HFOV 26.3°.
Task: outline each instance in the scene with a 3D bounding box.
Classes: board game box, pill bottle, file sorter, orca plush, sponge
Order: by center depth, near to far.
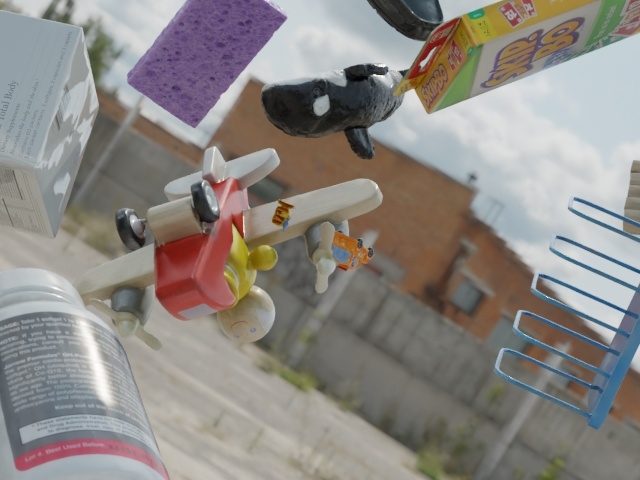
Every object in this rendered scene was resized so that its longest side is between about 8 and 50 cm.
[{"bbox_3d":[0.187,-0.173,1.106,0.039,0.259,0.124,65,-20,13],"label":"board game box"},{"bbox_3d":[-0.242,0.164,1.206,0.176,0.176,0.318,35,16,-37],"label":"pill bottle"},{"bbox_3d":[0.236,0.057,1.215,0.104,0.170,0.118,25,12,7],"label":"file sorter"},{"bbox_3d":[0.030,-0.138,1.586,0.151,0.102,0.287,-14,1,18],"label":"orca plush"},{"bbox_3d":[-0.152,-0.259,1.830,0.117,0.210,0.031,33,22,-23],"label":"sponge"}]

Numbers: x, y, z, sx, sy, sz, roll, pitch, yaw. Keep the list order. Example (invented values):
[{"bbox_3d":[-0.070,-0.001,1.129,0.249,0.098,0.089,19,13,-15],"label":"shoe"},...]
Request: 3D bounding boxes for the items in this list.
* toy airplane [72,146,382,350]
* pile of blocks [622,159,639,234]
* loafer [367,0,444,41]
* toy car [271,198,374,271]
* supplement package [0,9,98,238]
[{"bbox_3d":[-0.145,0.018,2.029,0.386,0.384,0.272,-3,-67,56],"label":"toy airplane"},{"bbox_3d":[0.530,-0.037,1.626,0.149,0.362,0.113,-101,179,-45],"label":"pile of blocks"},{"bbox_3d":[0.073,-0.310,1.453,0.076,0.078,0.223,-5,60,-40],"label":"loafer"},{"bbox_3d":[0.000,0.000,1.592,0.122,0.040,0.060,25,-8,14],"label":"toy car"},{"bbox_3d":[-0.431,-0.154,1.664,0.262,0.199,0.198,12,-24,3],"label":"supplement package"}]
